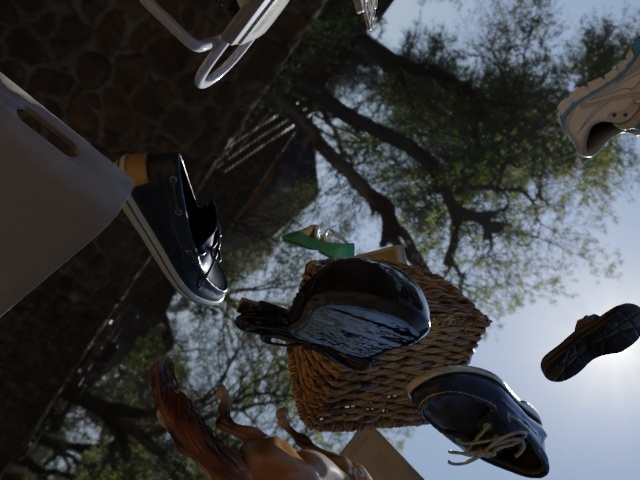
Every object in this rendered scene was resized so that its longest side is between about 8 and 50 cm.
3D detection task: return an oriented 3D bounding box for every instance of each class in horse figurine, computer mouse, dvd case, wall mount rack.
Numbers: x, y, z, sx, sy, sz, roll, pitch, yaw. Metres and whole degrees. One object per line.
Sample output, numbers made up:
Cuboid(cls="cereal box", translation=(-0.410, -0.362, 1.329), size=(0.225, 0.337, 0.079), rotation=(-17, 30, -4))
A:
Cuboid(cls="horse figurine", translation=(-0.025, 0.180, 0.429), size=(0.174, 0.263, 0.066), rotation=(24, -98, 52))
Cuboid(cls="computer mouse", translation=(0.023, 0.073, 0.587), size=(0.272, 0.188, 0.072), rotation=(-42, -152, 62))
Cuboid(cls="dvd case", translation=(0.103, 0.493, 1.060), size=(0.180, 0.022, 0.253), rotation=(-51, -152, -5))
Cuboid(cls="wall mount rack", translation=(-0.064, -0.358, 0.640), size=(0.350, 0.130, 0.304), rotation=(-41, -168, 30))

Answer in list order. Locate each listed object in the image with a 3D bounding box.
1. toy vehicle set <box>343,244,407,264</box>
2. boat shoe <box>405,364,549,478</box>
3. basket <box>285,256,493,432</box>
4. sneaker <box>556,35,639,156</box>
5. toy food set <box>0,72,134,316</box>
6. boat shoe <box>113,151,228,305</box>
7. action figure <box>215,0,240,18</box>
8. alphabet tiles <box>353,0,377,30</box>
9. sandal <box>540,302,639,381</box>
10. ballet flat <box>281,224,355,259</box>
Cuboid(cls="toy vehicle set", translation=(0.107, 0.119, 1.354), size=(0.267, 0.035, 0.166), rotation=(-16, -100, 40))
Cuboid(cls="boat shoe", translation=(0.193, 0.221, 0.630), size=(0.095, 0.254, 0.079), rotation=(-32, -138, 24))
Cuboid(cls="basket", translation=(0.089, 0.167, 0.912), size=(0.213, 0.299, 0.223), rotation=(48, -53, 53))
Cuboid(cls="sneaker", translation=(0.338, -0.155, 0.556), size=(0.190, 0.071, 0.083), rotation=(130, -30, -50))
Cuboid(cls="toy food set", translation=(-0.407, -0.038, 0.618), size=(0.306, 0.220, 0.092), rotation=(-36, -145, 14))
Cuboid(cls="boat shoe", translation=(-0.306, -0.012, 1.268), size=(0.156, 0.500, 0.186), rotation=(-17, -133, 1))
Cuboid(cls="action figure", translation=(-0.076, -0.513, 0.960), size=(0.276, 0.164, 0.141), rotation=(-44, -120, 10))
Cuboid(cls="alphabet tiles", translation=(0.092, -0.644, 1.227), size=(0.021, 0.278, 0.284), rotation=(-6, -135, 20))
Cuboid(cls="sandal", translation=(0.477, 0.174, 0.953), size=(0.219, 0.090, 0.060), rotation=(-31, -156, -4))
Cuboid(cls="ballet flat", translation=(0.000, 0.000, 1.590), size=(0.083, 0.247, 0.087), rotation=(11, 98, -62))
